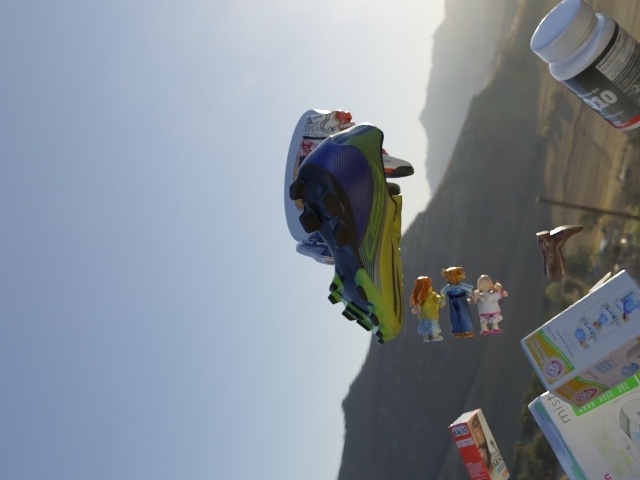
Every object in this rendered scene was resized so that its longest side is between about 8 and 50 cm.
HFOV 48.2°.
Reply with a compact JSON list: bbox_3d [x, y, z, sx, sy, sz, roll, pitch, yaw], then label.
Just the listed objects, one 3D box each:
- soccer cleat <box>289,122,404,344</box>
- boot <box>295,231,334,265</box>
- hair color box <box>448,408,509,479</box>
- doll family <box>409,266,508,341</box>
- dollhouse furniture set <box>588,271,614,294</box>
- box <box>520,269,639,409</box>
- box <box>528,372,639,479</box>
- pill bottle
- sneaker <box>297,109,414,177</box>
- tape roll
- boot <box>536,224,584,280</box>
[{"bbox_3d":[0.058,0.004,0.764,0.121,0.093,0.289,-44,-41,-21],"label":"soccer cleat"},{"bbox_3d":[0.000,0.000,1.681,0.190,0.069,0.086,22,103,63],"label":"boot"},{"bbox_3d":[0.364,0.483,1.636,0.093,0.053,0.167,-15,-101,-56],"label":"hair color box"},{"bbox_3d":[0.301,0.149,1.685,0.118,0.263,0.163,1,-101,-49],"label":"doll family"},{"bbox_3d":[0.769,0.276,1.666,0.152,0.374,0.201,-53,-1,30],"label":"dollhouse furniture set"},{"bbox_3d":[0.443,0.161,1.132,0.114,0.203,0.103,34,-155,-40],"label":"box"},{"bbox_3d":[0.554,0.363,1.312,0.127,0.231,0.262,77,168,-68],"label":"box"},{"bbox_3d":[0.597,-0.377,1.527,0.161,0.283,0.161,-50,18,23],"label":"pill bottle"},{"bbox_3d":[0.084,-0.221,1.632,0.090,0.270,0.145,21,-106,-78],"label":"sneaker"},{"bbox_3d":[-0.018,-0.184,2.068,0.392,0.072,0.392,-176,90,-70],"label":"tape roll"},{"bbox_3d":[0.541,0.028,1.590,0.037,0.106,0.114,-50,-55,-76],"label":"boot"}]
